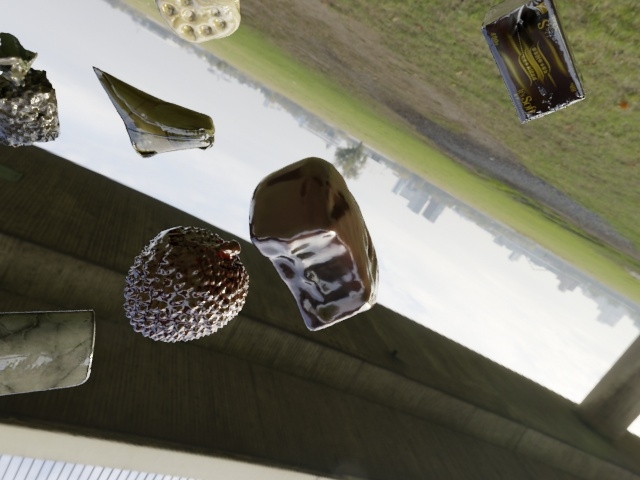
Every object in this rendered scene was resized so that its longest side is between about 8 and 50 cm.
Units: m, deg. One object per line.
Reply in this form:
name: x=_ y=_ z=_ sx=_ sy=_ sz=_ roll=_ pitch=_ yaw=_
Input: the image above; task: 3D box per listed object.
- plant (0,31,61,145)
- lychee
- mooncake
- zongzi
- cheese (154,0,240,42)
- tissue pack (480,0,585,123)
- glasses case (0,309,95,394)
plant: x=-0.603 y=-0.295 z=0.838 sx=0.131 sy=0.203 sz=0.142 roll=-12 pitch=-140 yaw=-32
lychee: x=-0.342 y=0.112 z=1.096 sx=0.306 sy=0.330 sz=0.306 roll=47 pitch=-177 yaw=-3
mooncake: x=0.000 y=0.000 z=0.822 sx=0.334 sy=0.174 sz=0.325 roll=-11 pitch=-97 yaw=-77
zongzi: x=-0.452 y=-0.379 z=1.200 sx=0.260 sy=0.289 sz=0.122 roll=-7 pitch=-128 yaw=-1
cheese: x=-0.338 y=-0.648 z=1.156 sx=0.235 sy=0.117 sz=0.218 roll=15 pitch=158 yaw=-42
tissue pack: x=0.690 y=-0.596 z=1.361 sx=0.370 sy=0.210 sz=0.198 roll=52 pitch=-140 yaw=-24
glasses case: x=-0.462 y=0.145 z=0.540 sx=0.299 sy=0.114 sz=0.060 roll=4 pitch=-173 yaw=-39
